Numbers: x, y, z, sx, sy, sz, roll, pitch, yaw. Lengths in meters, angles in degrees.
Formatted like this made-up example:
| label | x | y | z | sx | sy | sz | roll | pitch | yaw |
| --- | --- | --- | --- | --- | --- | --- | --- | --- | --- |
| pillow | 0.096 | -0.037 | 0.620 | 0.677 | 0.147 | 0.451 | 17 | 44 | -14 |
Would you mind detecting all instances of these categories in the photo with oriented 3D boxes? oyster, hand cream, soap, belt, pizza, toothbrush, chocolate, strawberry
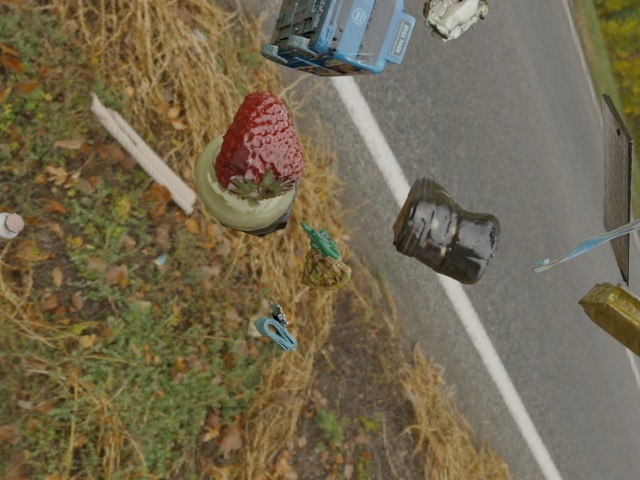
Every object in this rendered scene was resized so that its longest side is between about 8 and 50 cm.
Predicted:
| label | x | y | z | sx | sy | sz | roll | pitch | yaw |
| --- | --- | --- | --- | --- | --- | --- | --- | --- | --- |
| oyster | 0.271 | -0.476 | 1.289 | 0.191 | 0.081 | 0.163 | 15 | 99 | -41 |
| hand cream | -0.564 | -0.007 | 1.052 | 0.067 | 0.209 | 0.043 | 23 | 60 | -56 |
| soap | 0.749 | 0.197 | 1.542 | 0.080 | 0.257 | 0.160 | -40 | 140 | -7 |
| belt | -0.131 | 0.288 | 2.067 | 0.100 | 0.065 | 0.179 | -56 | 134 | -21 |
| pizza | -0.002 | 0.080 | 1.709 | 0.134 | 0.175 | 0.046 | 57 | 45 | -8 |
| toothbrush | 0.309 | 0.006 | 0.729 | 0.014 | 0.162 | 0.017 | 41 | 50 | -15 |
| chocolate | -0.217 | -0.178 | 1.948 | 0.297 | 0.326 | 0.314 | -161 | -90 | -81 |
| strawberry | -0.134 | -0.219 | 1.439 | 0.205 | 0.205 | 0.245 | 22 | 63 | -54 |

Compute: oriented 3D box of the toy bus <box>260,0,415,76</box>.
| label | x | y | z | sx | sy | sz | roll | pitch | yaw |
| --- | --- | --- | --- | --- | --- | --- | --- | --- | --- |
| toy bus | 0.012 | -0.282 | 0.850 | 0.134 | 0.246 | 0.114 | 16 | 96 | -22 |

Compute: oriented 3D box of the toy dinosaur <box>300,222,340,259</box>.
| label | x | y | z | sx | sy | sz | roll | pitch | yaw |
| --- | --- | --- | --- | --- | --- | --- | --- | --- | --- |
| toy dinosaur | 0.000 | 0.000 | 1.622 | 0.132 | 0.059 | 0.096 | 42 | 0 | 5 |

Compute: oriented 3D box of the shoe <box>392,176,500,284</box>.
| label | x | y | z | sx | sy | sz | roll | pitch | yaw |
| --- | --- | --- | --- | --- | --- | --- | --- | --- | --- |
| shoe | 0.298 | -0.026 | 1.487 | 0.384 | 0.237 | 0.171 | -56 | 170 | -77 |

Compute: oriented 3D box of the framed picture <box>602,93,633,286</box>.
| label | x | y | z | sx | sy | sz | roll | pitch | yaw |
| --- | --- | --- | --- | --- | --- | --- | --- | --- | --- |
| framed picture | 0.631 | -0.111 | 1.363 | 0.255 | 0.014 | 0.339 | -71 | 151 | -56 |
